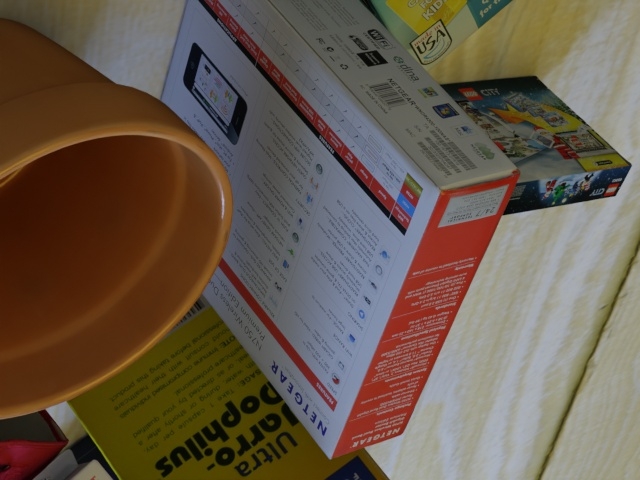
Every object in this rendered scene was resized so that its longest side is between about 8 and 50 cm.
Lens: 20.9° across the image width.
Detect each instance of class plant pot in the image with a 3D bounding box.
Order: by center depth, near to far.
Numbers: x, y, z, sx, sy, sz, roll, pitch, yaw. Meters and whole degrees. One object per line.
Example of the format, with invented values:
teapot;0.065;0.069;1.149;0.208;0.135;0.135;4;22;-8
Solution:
plant pot;-0.241;-0.033;1.335;0.291;0.203;0.291;-26;144;-21

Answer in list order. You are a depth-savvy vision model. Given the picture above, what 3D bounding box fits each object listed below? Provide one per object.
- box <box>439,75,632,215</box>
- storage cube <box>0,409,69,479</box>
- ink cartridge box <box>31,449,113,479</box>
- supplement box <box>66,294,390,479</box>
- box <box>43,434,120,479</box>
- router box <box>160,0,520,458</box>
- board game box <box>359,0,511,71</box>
box;0.176;-0.094;1.728;0.233;0.159;0.044;-9;134;-39
storage cube;-0.366;0.165;1.437;0.193;0.215;0.184;-48;159;12
ink cartridge box;-0.201;0.256;1.469;0.092;0.143;0.090;-41;-174;-25
supplement box;-0.086;0.201;1.634;0.195;0.356;0.194;-36;147;-8
box;-0.159;0.265;1.798;0.261;0.184;0.103;-37;145;-5
router box;-0.013;-0.044;1.435;0.082;0.335;0.301;-15;141;-35
board game box;0.109;-0.317;1.465;0.254;0.079;0.336;-40;148;0
